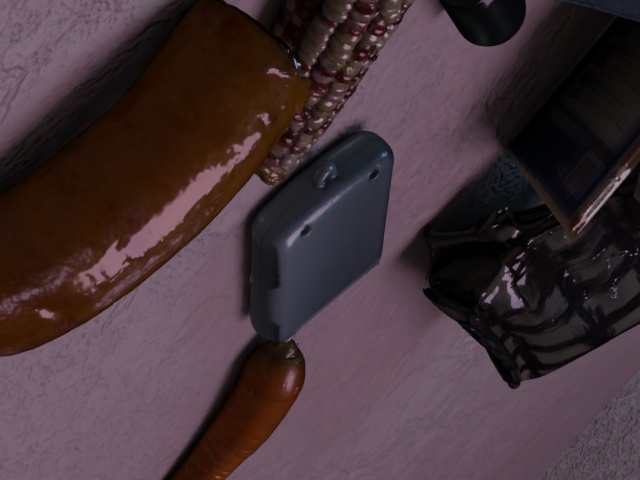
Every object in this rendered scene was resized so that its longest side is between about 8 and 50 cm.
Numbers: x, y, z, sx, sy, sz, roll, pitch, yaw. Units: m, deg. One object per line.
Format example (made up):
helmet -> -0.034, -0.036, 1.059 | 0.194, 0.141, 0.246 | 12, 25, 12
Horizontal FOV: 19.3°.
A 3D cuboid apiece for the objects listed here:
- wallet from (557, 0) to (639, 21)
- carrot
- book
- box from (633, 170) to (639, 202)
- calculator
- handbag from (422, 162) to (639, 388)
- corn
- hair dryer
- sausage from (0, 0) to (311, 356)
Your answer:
wallet -> 0.314, -0.293, 1.448 | 0.379, 0.191, 0.046 | 114, -12, -56
carrot -> -0.083, 0.184, 1.765 | 0.271, 0.062, 0.066 | -55, -166, 35
book -> 0.305, -0.166, 1.737 | 0.322, 0.018, 0.228 | -50, -159, 12
box -> 0.396, -0.114, 1.677 | 0.251, 0.106, 0.203 | -52, 172, 2
calculator -> 0.000, 0.000, 1.567 | 0.141, 0.045, 0.246 | -40, 161, -19
handbag -> 0.281, 0.004, 1.961 | 0.325, 0.162, 0.327 | -31, 160, 7
corn -> 0.002, -0.127, 1.244 | 0.079, 0.079, 0.237 | -26, 153, -49
hair dryer -> 0.160, -0.243, 1.424 | 0.197, 0.057, 0.100 | -55, 163, -2
sausage -> -0.123, -0.029, 1.135 | 0.270, 0.109, 0.109 | -42, 162, -7
